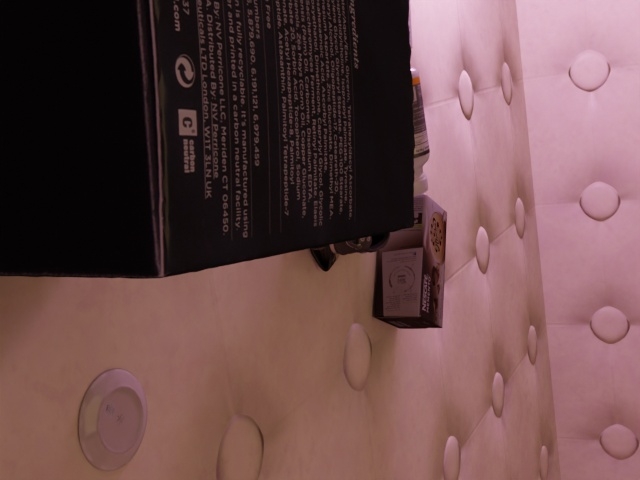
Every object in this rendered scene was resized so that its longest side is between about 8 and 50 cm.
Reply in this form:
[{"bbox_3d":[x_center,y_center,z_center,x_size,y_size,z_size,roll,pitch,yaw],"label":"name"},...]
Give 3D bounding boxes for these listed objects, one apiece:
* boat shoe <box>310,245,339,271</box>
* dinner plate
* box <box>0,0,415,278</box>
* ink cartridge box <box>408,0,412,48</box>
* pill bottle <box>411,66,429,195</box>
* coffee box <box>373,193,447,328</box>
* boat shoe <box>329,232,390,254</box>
[{"bbox_3d":[0.000,0.000,1.717,0.049,0.056,0.152,-73,147,-42],"label":"boat shoe"},{"bbox_3d":[-0.283,0.250,1.199,0.141,0.017,0.141,13,75,-61],"label":"dinner plate"},{"bbox_3d":[-0.211,-0.131,0.870,0.471,0.479,0.298,-13,101,-61],"label":"box"},{"bbox_3d":[0.113,-0.575,1.915,0.201,0.117,0.278,-3,90,-62],"label":"ink cartridge box"},{"bbox_3d":[0.159,-0.240,1.931,0.162,0.162,0.279,-34,118,-59],"label":"pill bottle"},{"bbox_3d":[0.220,0.055,2.066,0.168,0.118,0.297,31,61,-59],"label":"coffee box"},{"bbox_3d":[0.079,-0.028,1.732,0.335,0.095,0.112,11,73,-80],"label":"boat shoe"}]
